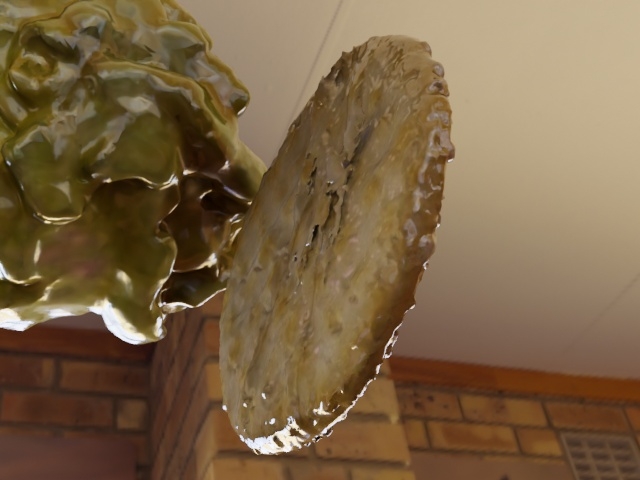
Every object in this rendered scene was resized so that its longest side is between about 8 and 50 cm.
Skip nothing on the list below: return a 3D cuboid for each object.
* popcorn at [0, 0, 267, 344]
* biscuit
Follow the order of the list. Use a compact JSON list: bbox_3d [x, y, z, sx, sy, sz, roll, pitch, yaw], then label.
[{"bbox_3d":[-0.143,-0.058,0.625,0.259,0.259,0.212,3,-35,-14],"label":"popcorn"},{"bbox_3d":[-0.001,0.000,0.481,0.033,0.220,0.220,19,-51,-21],"label":"biscuit"}]
